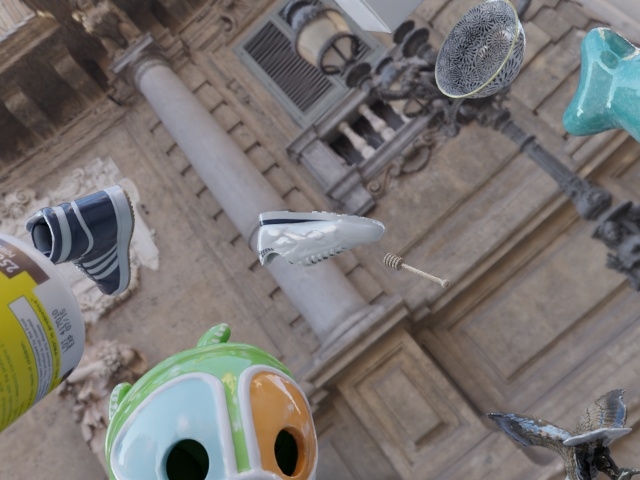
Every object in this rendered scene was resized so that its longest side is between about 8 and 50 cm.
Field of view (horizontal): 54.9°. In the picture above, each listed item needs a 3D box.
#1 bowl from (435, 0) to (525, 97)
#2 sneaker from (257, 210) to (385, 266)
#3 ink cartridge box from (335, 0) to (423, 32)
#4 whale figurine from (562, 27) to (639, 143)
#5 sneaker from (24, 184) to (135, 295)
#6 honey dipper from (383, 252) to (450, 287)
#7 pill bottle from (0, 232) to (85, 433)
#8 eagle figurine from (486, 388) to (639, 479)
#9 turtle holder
[{"bbox_3d":[0.278,-0.300,1.014,0.080,0.170,0.170,19,-59,-33],"label":"bowl"},{"bbox_3d":[0.000,0.000,1.067,0.235,0.095,0.090,0,-9,25],"label":"sneaker"},{"bbox_3d":[0.152,-0.480,1.001,0.283,0.207,0.117,-44,-70,8],"label":"ink cartridge box"},{"bbox_3d":[0.324,-0.112,0.506,0.141,0.272,0.216,-12,-61,-42],"label":"whale figurine"},{"bbox_3d":[-0.409,0.022,1.051,0.153,0.099,0.282,-22,-25,-33],"label":"sneaker"},{"bbox_3d":[0.206,0.068,1.320,0.030,0.160,0.031,-27,-51,-39],"label":"honey dipper"},{"bbox_3d":[-0.237,0.083,0.323,0.117,0.117,0.215,-56,-4,30],"label":"pill bottle"},{"bbox_3d":[0.447,0.358,1.081,0.226,0.298,0.225,31,-71,-17],"label":"eagle figurine"},{"bbox_3d":[-0.154,0.274,0.729,0.320,0.227,0.244,-17,-64,-14],"label":"turtle holder"}]
